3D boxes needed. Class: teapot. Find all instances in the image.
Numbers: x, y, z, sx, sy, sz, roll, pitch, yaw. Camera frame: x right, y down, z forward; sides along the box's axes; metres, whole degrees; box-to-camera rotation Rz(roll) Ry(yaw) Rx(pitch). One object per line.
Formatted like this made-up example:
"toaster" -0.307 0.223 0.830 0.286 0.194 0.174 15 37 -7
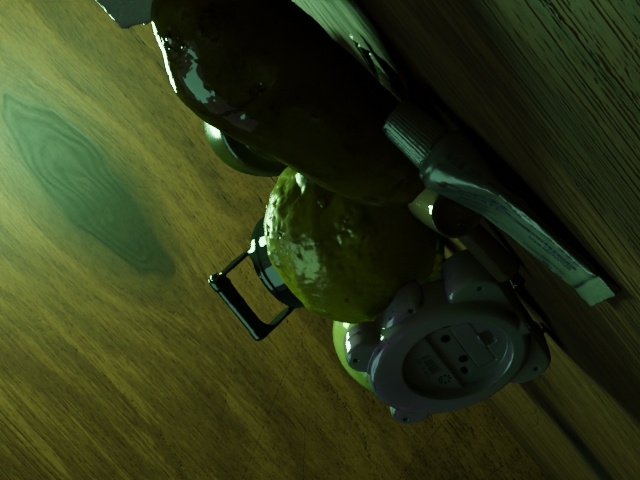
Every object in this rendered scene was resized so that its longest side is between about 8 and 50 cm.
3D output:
"teapot" -0.063 -0.189 1.734 0.268 0.185 0.175 12 180 -23

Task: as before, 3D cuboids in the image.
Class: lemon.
"lemon" 0.043 -0.013 1.595 0.245 0.245 0.320 48 173 42

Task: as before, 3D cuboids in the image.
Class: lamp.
"lamp" 0.003 0.010 2.163 0.205 0.374 0.272 52 151 -13

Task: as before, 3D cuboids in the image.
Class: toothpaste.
"toothpaste" 0.175 -0.035 1.102 0.282 0.068 0.099 43 -155 6

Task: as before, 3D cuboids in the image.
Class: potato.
"potato" -0.027 -0.154 1.181 0.369 0.176 0.195 37 159 -21

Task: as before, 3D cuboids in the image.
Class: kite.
"kite" 0.094 -0.156 1.222 0.190 0.010 0.159 48 176 10

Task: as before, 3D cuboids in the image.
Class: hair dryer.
"hair dryer" 0.186 -0.004 1.358 0.182 0.064 0.117 45 180 -18

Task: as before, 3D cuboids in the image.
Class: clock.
"clock" 0.175 0.146 1.548 0.227 0.248 0.090 52 -162 -33

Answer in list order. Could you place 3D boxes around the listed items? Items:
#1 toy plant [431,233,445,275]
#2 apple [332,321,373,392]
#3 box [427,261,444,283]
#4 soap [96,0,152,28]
"toy plant" 0.145 0.004 1.822 0.093 0.093 0.162 52 177 -41
"apple" 0.171 0.186 2.326 0.292 0.292 0.254 50 -178 -5
"box" 0.205 0.077 2.064 0.194 0.073 0.139 52 177 -32
"soap" -0.182 -0.443 1.482 0.159 0.258 0.302 51 -138 -34
